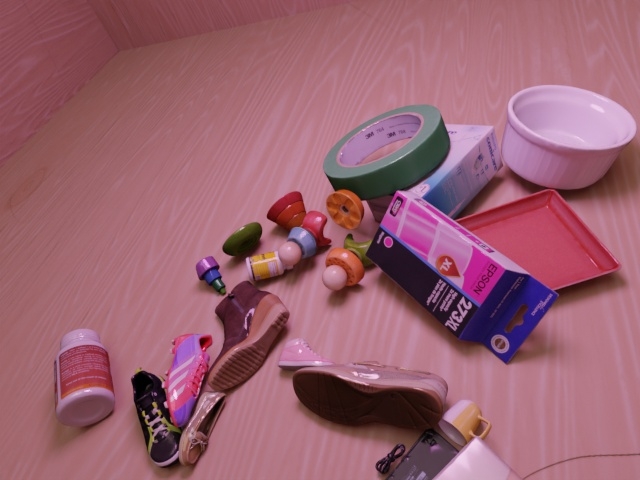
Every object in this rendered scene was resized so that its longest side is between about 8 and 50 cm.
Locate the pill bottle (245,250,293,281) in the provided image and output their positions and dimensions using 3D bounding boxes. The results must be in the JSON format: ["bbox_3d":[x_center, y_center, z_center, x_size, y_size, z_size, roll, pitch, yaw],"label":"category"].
[{"bbox_3d":[-0.132,0.064,1.143,0.116,0.065,0.065,-13,44,-9],"label":"pill bottle"}]

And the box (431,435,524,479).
[{"bbox_3d":[0.292,0.440,0.582,0.121,0.148,0.311,-37,48,-14],"label":"box"}]

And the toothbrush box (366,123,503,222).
[{"bbox_3d":[0.284,-0.165,1.122,0.295,0.126,0.216,-42,35,-18],"label":"toothbrush box"}]

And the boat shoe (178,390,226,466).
[{"bbox_3d":[-0.243,0.388,0.908,0.048,0.056,0.153,-5,41,24],"label":"boat shoe"}]

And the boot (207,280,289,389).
[{"bbox_3d":[-0.203,0.217,1.047,0.248,0.090,0.206,-46,37,-19],"label":"boot"}]

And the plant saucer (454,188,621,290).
[{"bbox_3d":[0.455,0.019,0.967,0.258,0.048,0.259,-19,45,5],"label":"plant saucer"}]

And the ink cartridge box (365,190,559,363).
[{"bbox_3d":[0.261,0.064,0.891,0.069,0.176,0.371,-6,38,-46],"label":"ink cartridge box"}]

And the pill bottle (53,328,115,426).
[{"bbox_3d":[-0.571,0.321,1.053,0.121,0.121,0.216,-31,46,-7],"label":"pill bottle"}]

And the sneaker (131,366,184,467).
[{"bbox_3d":[-0.364,0.374,0.938,0.084,0.097,0.235,-35,46,-10],"label":"sneaker"}]

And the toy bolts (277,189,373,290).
[{"bbox_3d":[0.000,0.000,1.060,0.228,0.219,0.158,12,41,39],"label":"toy bolts"}]

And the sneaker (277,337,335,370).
[{"bbox_3d":[-0.026,0.246,0.950,0.134,0.051,0.070,-3,54,25],"label":"sneaker"}]

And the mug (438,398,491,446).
[{"bbox_3d":[0.257,0.320,0.768,0.064,0.062,0.078,-37,52,-25],"label":"mug"}]

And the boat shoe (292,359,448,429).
[{"bbox_3d":[0.090,0.286,0.846,0.301,0.109,0.098,-4,12,27],"label":"boat shoe"}]

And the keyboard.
[{"bbox_3d":[0.153,0.407,0.755,0.180,0.023,0.108,-42,54,-18],"label":"keyboard"}]

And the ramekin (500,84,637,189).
[{"bbox_3d":[0.580,-0.248,1.059,0.276,0.135,0.278,-1,48,1],"label":"ramekin"}]

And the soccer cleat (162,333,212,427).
[{"bbox_3d":[-0.289,0.296,0.970,0.094,0.083,0.248,-11,29,-8],"label":"soccer cleat"}]

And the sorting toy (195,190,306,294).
[{"bbox_3d":[-0.164,0.020,1.201,0.365,0.127,0.126,-37,76,-9],"label":"sorting toy"}]

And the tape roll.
[{"bbox_3d":[0.163,-0.229,1.120,0.320,0.077,0.321,-24,31,15],"label":"tape roll"}]
